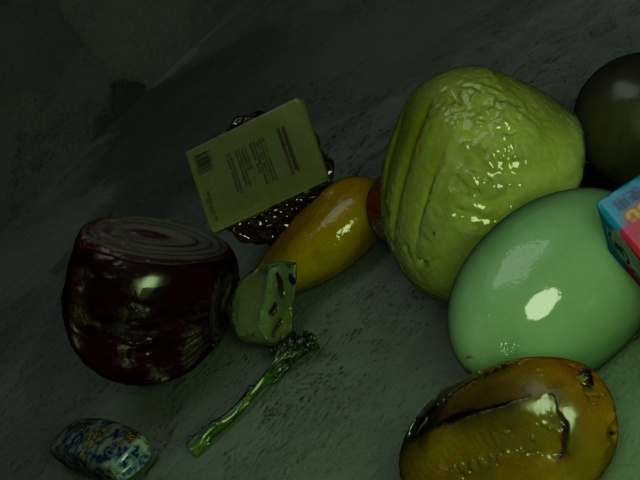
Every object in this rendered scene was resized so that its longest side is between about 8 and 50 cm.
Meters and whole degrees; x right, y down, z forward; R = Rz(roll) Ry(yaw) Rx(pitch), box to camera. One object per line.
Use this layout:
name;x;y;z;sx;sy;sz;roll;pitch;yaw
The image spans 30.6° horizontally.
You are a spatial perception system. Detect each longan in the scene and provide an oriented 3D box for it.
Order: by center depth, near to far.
longan;0.441;-0.157;1.561;0.196;0.196;0.220;-38;34;-8

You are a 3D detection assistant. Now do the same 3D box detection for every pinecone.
pinecone;-0.087;-0.116;2.146;0.264;0.264;0.264;-29;23;14

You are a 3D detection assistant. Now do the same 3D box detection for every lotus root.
lotus root;-0.107;0.108;1.875;0.144;0.070;0.143;-23;60;46

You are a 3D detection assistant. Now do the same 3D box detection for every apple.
apple;0.144;-0.052;1.824;0.146;0.146;0.131;-20;1;32

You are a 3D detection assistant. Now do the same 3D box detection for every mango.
mango;0.197;0.215;1.223;0.249;0.151;0.156;-32;58;23
mango;0.000;0.000;1.952;0.317;0.119;0.176;-38;23;10

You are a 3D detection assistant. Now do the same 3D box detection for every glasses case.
glasses case;-0.349;0.328;1.848;0.087;0.065;0.248;-48;25;-26

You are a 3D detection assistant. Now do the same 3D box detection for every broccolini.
broccolini;-0.106;0.218;1.752;0.254;0.057;0.071;-39;-20;-17

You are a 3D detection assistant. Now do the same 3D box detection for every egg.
egg;0.270;0.058;1.348;0.283;0.203;0.203;-43;24;-16

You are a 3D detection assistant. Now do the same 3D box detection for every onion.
onion;-0.283;0.109;1.953;0.282;0.260;0.336;6;13;0

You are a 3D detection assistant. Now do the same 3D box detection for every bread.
bread;0.206;-0.072;1.567;0.320;0.237;0.320;-168;90;-85

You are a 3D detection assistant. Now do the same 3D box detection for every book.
book;-0.109;-0.128;2.000;0.231;0.161;0.026;-23;-15;19

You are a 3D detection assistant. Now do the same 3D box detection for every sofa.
sofa;0.371;-0.049;1.629;0.085;0.060;0.147;-12;28;11

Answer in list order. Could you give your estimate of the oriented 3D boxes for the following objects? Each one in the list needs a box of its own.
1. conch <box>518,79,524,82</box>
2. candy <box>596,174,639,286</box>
conch;0.266;-0.153;1.842;0.277;0.195;0.220;21;86;35
candy;0.421;0.043;1.136;0.157;0.100;0.305;-32;53;0
